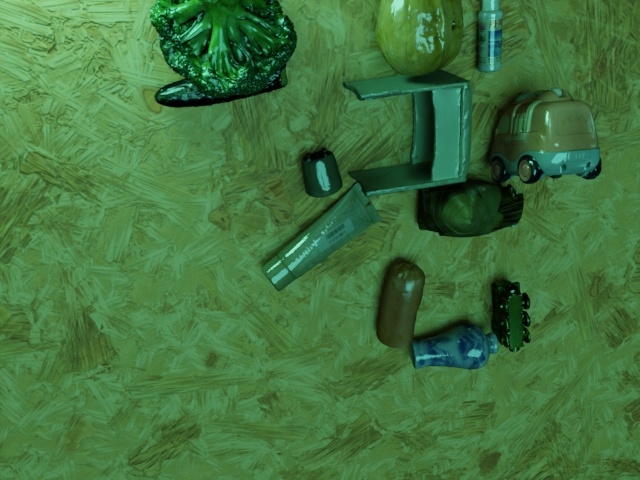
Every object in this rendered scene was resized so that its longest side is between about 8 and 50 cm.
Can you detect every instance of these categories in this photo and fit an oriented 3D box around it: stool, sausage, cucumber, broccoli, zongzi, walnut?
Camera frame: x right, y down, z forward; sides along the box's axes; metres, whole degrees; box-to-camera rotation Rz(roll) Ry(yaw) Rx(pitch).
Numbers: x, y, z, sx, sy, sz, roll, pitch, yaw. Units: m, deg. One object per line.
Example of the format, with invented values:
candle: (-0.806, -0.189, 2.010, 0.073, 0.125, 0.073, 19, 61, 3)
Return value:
stool: (0.001, -0.166, 1.458, 0.096, 0.096, 0.110, -16, 112, -7)
sausage: (0.227, 0.180, 1.673, 0.114, 0.113, 0.259, 0, 116, -14)
cucumber: (-0.220, -0.348, 1.324, 0.304, 0.081, 0.072, -15, 74, -2)
broccoli: (-0.189, -0.430, 1.163, 0.298, 0.297, 0.297, 1, 80, -7)
stool: (0.207, -0.263, 1.419, 0.270, 0.170, 0.243, -9, 116, -10)
zongzi: (0.427, -0.069, 1.487, 0.290, 0.317, 0.154, -4, 105, -12)
walnut: (0.222, -0.482, 1.310, 0.195, 0.195, 0.221, -7, 115, -11)

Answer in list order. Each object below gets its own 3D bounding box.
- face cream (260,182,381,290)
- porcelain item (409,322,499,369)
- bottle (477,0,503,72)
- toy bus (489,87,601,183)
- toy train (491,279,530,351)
face cream: (0.000, 0.000, 1.552, 0.341, 0.084, 0.137, -38, 121, -4)
porcelain item: (0.404, 0.328, 1.779, 0.259, 0.141, 0.141, -9, 117, 1)
bottle: (0.406, -0.518, 1.409, 0.060, 0.060, 0.217, -13, 117, -8)
toy bus: (0.551, -0.257, 1.463, 0.194, 0.288, 0.232, -8, 101, -11)
toy train: (0.567, 0.220, 1.765, 0.090, 0.137, 0.225, -10, 114, -2)
